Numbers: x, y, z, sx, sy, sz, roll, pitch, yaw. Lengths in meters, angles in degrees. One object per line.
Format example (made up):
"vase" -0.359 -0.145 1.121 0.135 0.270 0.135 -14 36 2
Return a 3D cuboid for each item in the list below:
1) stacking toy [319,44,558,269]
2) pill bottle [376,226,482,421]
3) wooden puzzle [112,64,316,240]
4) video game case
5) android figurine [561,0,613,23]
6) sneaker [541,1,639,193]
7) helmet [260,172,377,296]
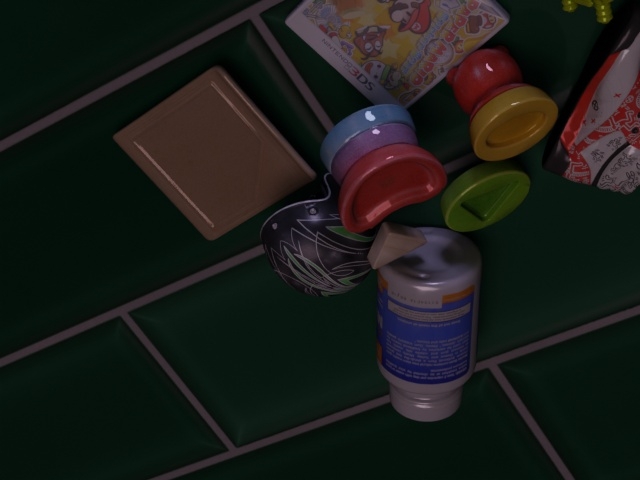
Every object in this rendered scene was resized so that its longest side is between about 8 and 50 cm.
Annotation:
"stacking toy" 0.147 -0.116 1.862 0.308 0.130 0.279 -22 151 -8
"pill bottle" 0.157 0.129 2.034 0.152 0.152 0.272 7 125 10
"wooden puzzle" -0.153 -0.126 2.008 0.238 0.044 0.221 -28 114 34
"video game case" 0.099 -0.293 1.831 0.206 0.026 0.227 41 124 -15
"android figurine" 0.297 -0.385 1.621 0.248 0.056 0.273 35 148 48
"sneaker" 0.405 -0.177 1.796 0.145 0.090 0.270 20 129 -3
"helmet" 0.000 0.000 1.977 0.169 0.161 0.169 7 125 10
